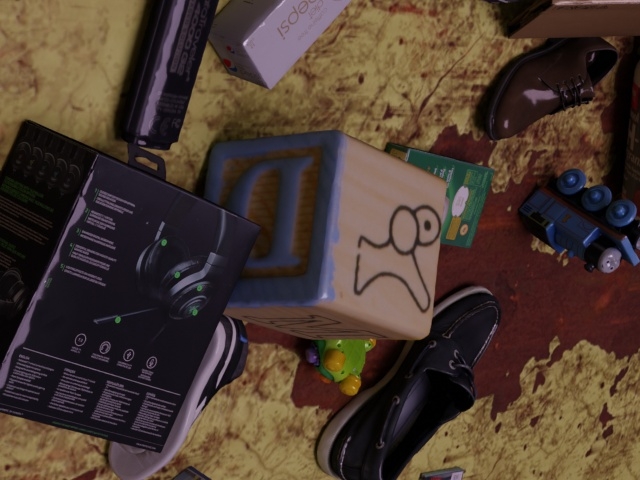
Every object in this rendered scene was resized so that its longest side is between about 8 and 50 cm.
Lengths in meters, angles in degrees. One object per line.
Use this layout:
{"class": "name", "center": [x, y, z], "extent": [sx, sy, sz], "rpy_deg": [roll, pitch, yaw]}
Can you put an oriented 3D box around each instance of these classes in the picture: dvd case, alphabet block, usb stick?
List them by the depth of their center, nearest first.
{"class": "usb stick", "center": [-0.141, -0.229, 1.546], "extent": [0.077, 0.045, 0.278], "rpy_deg": [5, 104, -54]}
{"class": "alphabet block", "center": [0.000, 0.000, 1.651], "extent": [0.197, 0.193, 0.193], "rpy_deg": [22, 73, -48]}
{"class": "dvd case", "center": [0.161, 0.384, 2.163], "extent": [0.087, 0.013, 0.120], "rpy_deg": [-1, 110, -46]}

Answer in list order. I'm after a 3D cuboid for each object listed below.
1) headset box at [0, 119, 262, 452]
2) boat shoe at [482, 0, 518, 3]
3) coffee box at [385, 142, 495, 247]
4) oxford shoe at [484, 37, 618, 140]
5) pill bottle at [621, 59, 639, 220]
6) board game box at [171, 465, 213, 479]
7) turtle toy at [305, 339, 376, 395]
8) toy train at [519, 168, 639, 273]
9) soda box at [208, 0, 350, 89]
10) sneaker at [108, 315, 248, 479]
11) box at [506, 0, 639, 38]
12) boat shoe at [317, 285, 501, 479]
{"class": "headset box", "center": [-0.223, 0.042, 1.522], "extent": [0.246, 0.131, 0.283], "rpy_deg": [23, 91, -48]}
{"class": "boat shoe", "center": [0.181, -0.344, 1.805], "extent": [0.206, 0.065, 0.075], "rpy_deg": [32, 84, -48]}
{"class": "coffee box", "center": [0.139, -0.055, 1.915], "extent": [0.184, 0.040, 0.113], "rpy_deg": [7, 102, -48]}
{"class": "oxford shoe", "center": [0.303, -0.202, 1.976], "extent": [0.227, 0.096, 0.083], "rpy_deg": [-41, 135, -23]}
{"class": "pill bottle", "center": [0.528, -0.173, 2.158], "extent": [0.176, 0.176, 0.319], "rpy_deg": [-20, 121, -39]}
{"class": "board game box", "center": [-0.176, 0.349, 1.709], "extent": [0.201, 0.136, 0.035], "rpy_deg": [-34, 130, -30]}
{"class": "turtle toy", "center": [0.014, 0.124, 1.850], "extent": [0.130, 0.066, 0.095], "rpy_deg": [58, 43, -40]}
{"class": "toy train", "center": [0.361, -0.021, 2.059], "extent": [0.105, 0.184, 0.080], "rpy_deg": [-46, 136, -5]}
{"class": "soda box", "center": [-0.023, -0.267, 1.631], "extent": [0.216, 0.069, 0.074], "rpy_deg": [-50, 136, -18]}
{"class": "sneaker", "center": [-0.146, 0.176, 1.705], "extent": [0.217, 0.079, 0.121], "rpy_deg": [-58, 160, 13]}
{"class": "box", "center": [0.352, -0.282, 1.892], "extent": [0.201, 0.164, 0.021], "rpy_deg": [-4, 84, -13]}
{"class": "boat shoe", "center": [0.146, 0.197, 1.985], "extent": [0.340, 0.113, 0.127], "rpy_deg": [-40, 132, -26]}
